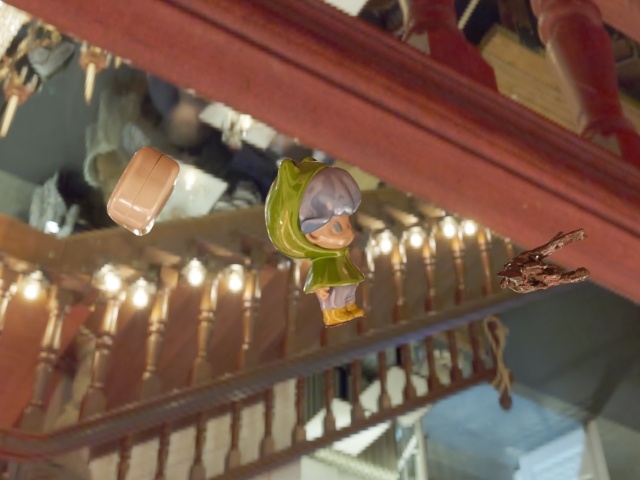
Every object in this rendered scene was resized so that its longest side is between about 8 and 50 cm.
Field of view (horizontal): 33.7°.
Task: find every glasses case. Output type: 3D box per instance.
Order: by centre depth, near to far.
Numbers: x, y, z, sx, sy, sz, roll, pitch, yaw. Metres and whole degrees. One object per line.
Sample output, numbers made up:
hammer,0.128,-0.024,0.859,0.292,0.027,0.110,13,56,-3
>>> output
glasses case,-0.188,-0.050,1.122,0.050,0.083,0.196,28,173,-7

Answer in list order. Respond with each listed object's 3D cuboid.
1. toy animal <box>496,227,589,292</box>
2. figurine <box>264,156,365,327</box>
toy animal,0.341,0.039,1.670,0.148,0.085,0.233,-13,179,-1
figurine,0.000,0.000,1.613,0.143,0.162,0.263,-15,90,29
